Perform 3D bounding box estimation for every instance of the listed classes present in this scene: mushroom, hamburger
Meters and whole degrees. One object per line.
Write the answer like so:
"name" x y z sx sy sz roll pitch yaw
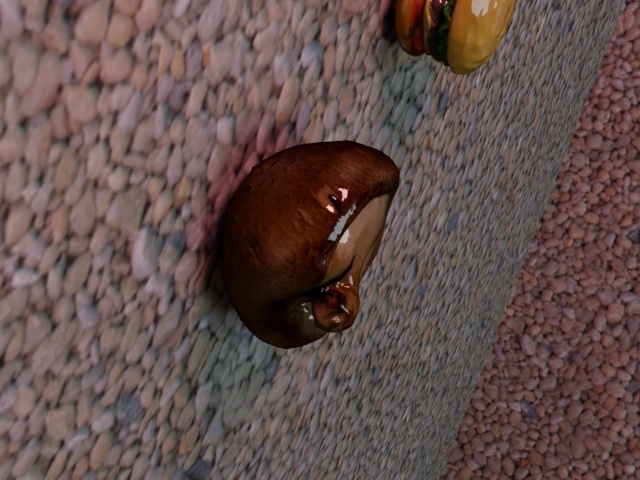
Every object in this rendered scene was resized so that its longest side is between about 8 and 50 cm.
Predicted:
"mushroom" -0.014 -0.005 0.935 0.231 0.138 0.194 104 5 -53
"hamburger" 0.147 -0.260 1.075 0.162 0.115 0.162 -55 159 -34
